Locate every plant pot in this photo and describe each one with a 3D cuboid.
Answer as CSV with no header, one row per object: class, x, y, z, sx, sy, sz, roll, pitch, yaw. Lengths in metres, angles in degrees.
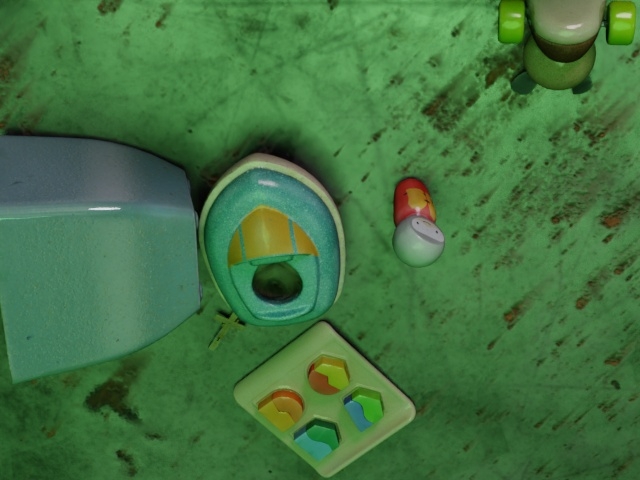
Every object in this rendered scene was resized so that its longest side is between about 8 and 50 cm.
plant pot,-0.287,0.009,1.584,0.252,0.247,0.248,-6,118,-10

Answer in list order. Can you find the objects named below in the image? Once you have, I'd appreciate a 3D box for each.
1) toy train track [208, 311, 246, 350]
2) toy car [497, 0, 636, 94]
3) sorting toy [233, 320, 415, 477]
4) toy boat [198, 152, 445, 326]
toy train track,-0.138,0.126,1.751,0.048,0.014,0.083,25,122,-17
toy car,0.292,-0.245,1.488,0.155,0.149,0.188,3,146,7
sorting toy,0.005,0.241,1.784,0.193,0.038,0.208,-38,108,21
toy boat,0.000,0.000,1.587,0.318,0.148,0.267,-12,126,6
